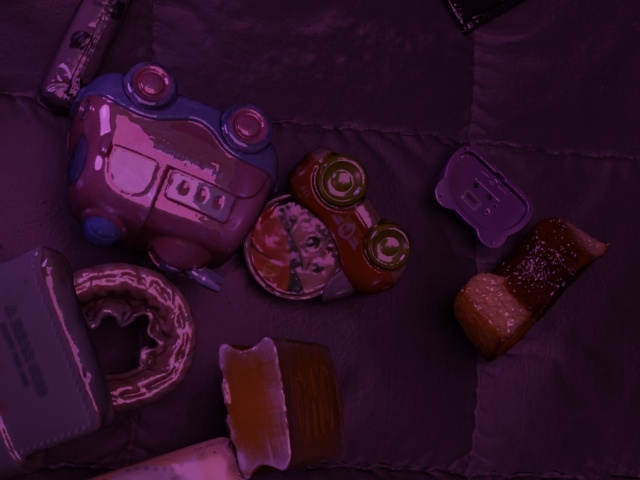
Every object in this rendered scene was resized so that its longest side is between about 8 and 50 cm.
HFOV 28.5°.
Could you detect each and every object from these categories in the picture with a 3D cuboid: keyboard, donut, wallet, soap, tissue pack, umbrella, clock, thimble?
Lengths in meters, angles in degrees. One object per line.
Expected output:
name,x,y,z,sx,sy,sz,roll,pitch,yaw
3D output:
keyboard,0.303,-0.416,1.994,0.250,0.017,0.087,-32,92,-18
donut,0.286,0.078,1.853,0.295,0.151,0.112,-33,75,-37
wallet,-0.424,0.177,1.555,0.360,0.083,0.252,-21,91,23
soap,-0.047,0.214,1.653,0.089,0.274,0.173,-10,82,14
tissue pack,-0.210,0.332,1.632,0.222,0.186,0.090,-14,75,-17
umbrella,-0.303,-0.330,1.770,0.067,0.073,0.337,31,72,-30
clock,0.235,-0.059,1.899,0.153,0.050,0.110,42,72,-6
thimble,-0.284,0.132,1.665,0.229,0.148,0.196,-24,91,-16

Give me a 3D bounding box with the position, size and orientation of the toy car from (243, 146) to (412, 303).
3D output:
toy car,0.000,0.000,1.790,0.235,0.145,0.235,0,93,-1

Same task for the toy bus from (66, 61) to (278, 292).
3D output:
toy bus,-0.209,-0.077,1.674,0.294,0.197,0.231,23,66,-14
